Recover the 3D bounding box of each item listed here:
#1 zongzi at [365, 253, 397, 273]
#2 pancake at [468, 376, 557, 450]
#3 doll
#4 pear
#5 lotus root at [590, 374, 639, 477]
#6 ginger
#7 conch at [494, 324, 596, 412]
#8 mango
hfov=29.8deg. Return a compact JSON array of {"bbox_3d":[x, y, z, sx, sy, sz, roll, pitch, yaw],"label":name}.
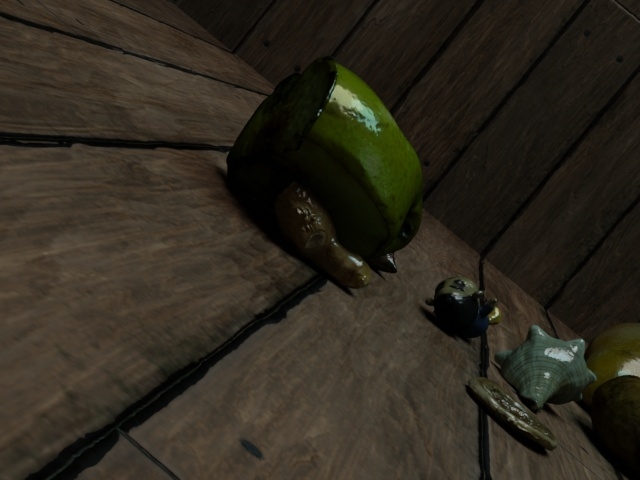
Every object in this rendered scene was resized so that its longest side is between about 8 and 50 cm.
[{"bbox_3d":[0.094,0.006,1.825,0.067,0.073,0.083,21,8,-1],"label":"zongzi"},{"bbox_3d":[0.236,0.212,1.482,0.139,0.022,0.139,38,7,-5],"label":"pancake"},{"bbox_3d":[0.216,0.100,1.822,0.179,0.102,0.088,23,57,-66],"label":"doll"},{"bbox_3d":[0.043,-0.094,1.532,0.255,0.164,0.238,38,-26,-17],"label":"pear"},{"bbox_3d":[0.498,0.288,1.892,0.145,0.128,0.260,52,11,-9],"label":"lotus root"},{"bbox_3d":[-0.003,-0.004,1.472,0.165,0.067,0.096,50,-1,-30],"label":"ginger"},{"bbox_3d":[0.337,0.184,1.816,0.137,0.114,0.234,28,6,34],"label":"conch"},{"bbox_3d":[0.595,0.261,2.283,0.221,0.199,0.384,50,24,24],"label":"mango"}]
